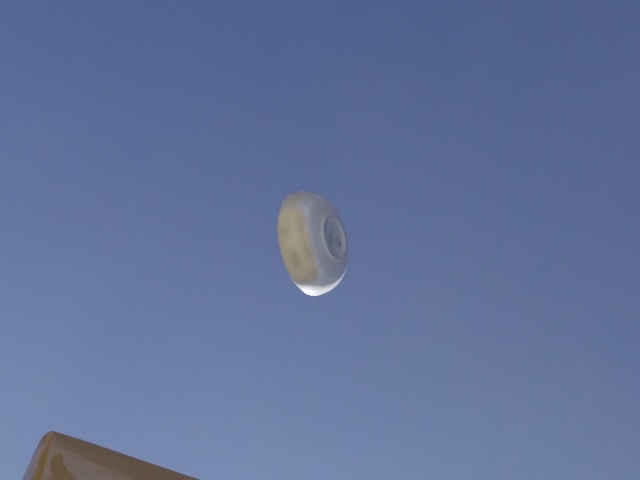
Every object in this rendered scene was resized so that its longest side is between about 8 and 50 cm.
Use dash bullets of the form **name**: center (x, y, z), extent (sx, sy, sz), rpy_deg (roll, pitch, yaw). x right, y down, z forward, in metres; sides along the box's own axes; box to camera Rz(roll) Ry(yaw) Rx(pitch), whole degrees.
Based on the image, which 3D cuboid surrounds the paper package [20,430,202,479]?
- **paper package**: center (-0.231, 0.402, 1.212), extent (0.325, 0.168, 0.309), rpy_deg (23, -45, -11)

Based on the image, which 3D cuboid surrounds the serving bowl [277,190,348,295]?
- **serving bowl**: center (0.000, 0.000, 0.800), extent (0.027, 0.083, 0.083), rpy_deg (-12, -89, 28)
